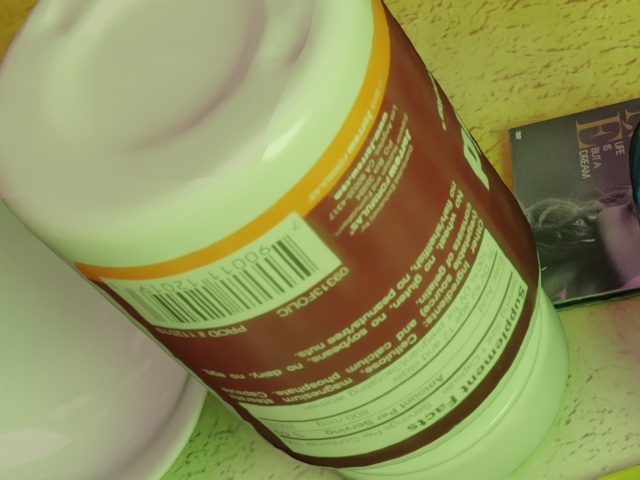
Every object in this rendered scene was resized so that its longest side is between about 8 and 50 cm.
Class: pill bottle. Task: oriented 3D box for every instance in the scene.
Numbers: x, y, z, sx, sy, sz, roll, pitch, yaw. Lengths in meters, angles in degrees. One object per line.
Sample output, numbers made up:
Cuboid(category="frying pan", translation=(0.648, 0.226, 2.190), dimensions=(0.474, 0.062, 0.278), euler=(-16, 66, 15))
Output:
Cuboid(category="pill bottle", translation=(0.000, 0.000, 0.955), dimensions=(0.224, 0.392, 0.224), euler=(-15, 54, 21))

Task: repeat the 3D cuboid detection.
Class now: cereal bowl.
Cuboid(category="cereal bowl", translation=(-0.237, 0.044, 1.128), dimensions=(0.339, 0.339, 0.141), euler=(-22, 16, 10))

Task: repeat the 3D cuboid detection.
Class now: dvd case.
Cuboid(category="dvd case", translation=(0.245, -0.038, 1.124), dimensions=(0.221, 0.018, 0.165), euler=(-12, 52, 17))

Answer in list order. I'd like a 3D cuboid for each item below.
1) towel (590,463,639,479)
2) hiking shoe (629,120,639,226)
Cuboid(category="towel", translation=(0.199, 0.241, 0.939), dimensions=(0.102, 0.021, 0.237), euler=(-19, 49, 5))
Cuboid(category="hiking shoe", translation=(0.265, 0.016, 0.981), dimensions=(0.113, 0.132, 0.304), euler=(-24, 54, 11))
